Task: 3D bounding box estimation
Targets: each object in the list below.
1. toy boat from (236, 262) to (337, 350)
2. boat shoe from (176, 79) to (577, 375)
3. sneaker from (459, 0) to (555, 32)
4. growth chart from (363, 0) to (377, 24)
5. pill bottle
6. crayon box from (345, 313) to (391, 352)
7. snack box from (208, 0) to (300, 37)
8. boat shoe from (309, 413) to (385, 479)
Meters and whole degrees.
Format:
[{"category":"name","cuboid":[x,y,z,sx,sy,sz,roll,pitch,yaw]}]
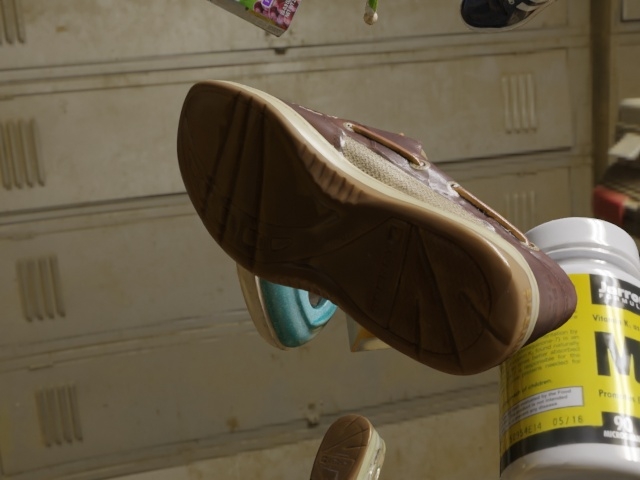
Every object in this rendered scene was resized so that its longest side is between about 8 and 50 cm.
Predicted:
[{"category":"toy boat","cuboid":[0.000,0.000,1.334,0.148,0.267,0.318,7,35,31]},{"category":"boat shoe","cuboid":[0.028,-0.024,0.629,0.342,0.123,0.123,30,26,37]},{"category":"sneaker","cuboid":[0.334,-0.406,1.329,0.282,0.099,0.153,-16,-5,22]},{"category":"growth chart","cuboid":[0.075,-0.356,0.873,0.021,0.237,0.172,13,-5,1]},{"category":"pill bottle","cuboid":[0.186,0.092,0.621,0.119,0.119,0.208,-1,49,11]},{"category":"crayon box","cuboid":[0.155,0.099,1.366,0.203,0.083,0.323,-6,-16,-5]},{"category":"snack box","cuboid":[-0.107,-0.402,1.176,0.207,0.174,0.070,24,-4,-13]},{"category":"boat shoe","cuboid":[0.016,0.383,1.195,0.105,0.089,0.285,9,61,41]}]
